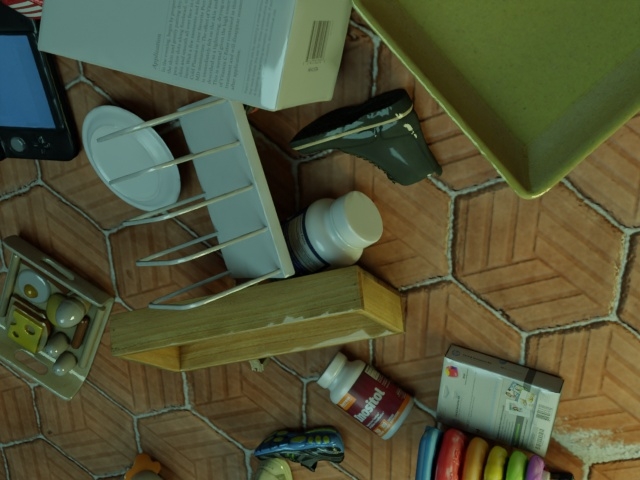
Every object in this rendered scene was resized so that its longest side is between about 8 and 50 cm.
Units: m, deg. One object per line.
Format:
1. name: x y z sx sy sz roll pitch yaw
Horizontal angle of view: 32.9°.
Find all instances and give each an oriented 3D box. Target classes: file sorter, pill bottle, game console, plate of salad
1. file sorter: -0.190 -0.055 1.575 0.193 0.173 0.278 -4 104 60
2. pill bottle: 0.072 0.254 1.797 0.152 0.086 0.086 36 131 1
3. pill bottle: 0.000 0.000 1.641 0.186 0.112 0.112 -29 106 38
4. game console: -0.564 -0.230 1.737 0.250 0.173 0.293 5 124 25
5. plate of salad: -0.301 -0.135 1.749 0.199 0.048 0.200 23 136 23

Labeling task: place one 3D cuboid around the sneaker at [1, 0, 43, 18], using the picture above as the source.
1. sneaker: -0.397 -0.417 1.601 0.128 0.087 0.221 35 131 -25

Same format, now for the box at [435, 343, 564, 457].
1. box: 0.282 0.255 1.719 0.186 0.038 0.145 15 128 17

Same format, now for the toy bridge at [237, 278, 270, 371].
1. toy bridge: -0.120 0.149 1.840 0.026 0.063 0.188 9 126 23

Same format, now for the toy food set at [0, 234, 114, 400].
1. toy food set: -0.527 0.152 2.036 0.219 0.092 0.306 32 130 4

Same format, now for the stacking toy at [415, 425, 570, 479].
1. stacking toy: 0.303 0.391 1.707 0.301 0.166 0.175 4 164 18

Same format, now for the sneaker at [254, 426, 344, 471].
1. sneaker: -0.040 0.385 1.959 0.188 0.067 0.078 -10 111 29

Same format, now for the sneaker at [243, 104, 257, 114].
1. sneaker: -0.112 -0.243 1.562 0.061 0.065 0.158 14 127 19

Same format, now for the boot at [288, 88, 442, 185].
1. boot: 0.064 -0.123 1.552 0.197 0.077 0.137 -13 120 35

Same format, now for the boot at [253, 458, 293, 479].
1. boot: -0.098 0.528 2.022 0.077 0.165 0.213 -1 120 29

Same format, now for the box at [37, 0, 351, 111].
1. box: -0.159 -0.296 1.424 0.345 0.215 0.168 17 106 17

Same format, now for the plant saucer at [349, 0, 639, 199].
1. plant saucer: 0.255 -0.275 1.263 0.332 0.081 0.333 -42 99 6

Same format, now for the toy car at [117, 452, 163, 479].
1. toy car: -0.352 0.543 2.190 0.219 0.210 0.238 15 100 35

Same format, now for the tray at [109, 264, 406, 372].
1. tray: -0.096 0.127 1.677 0.410 0.203 0.076 -11 72 20

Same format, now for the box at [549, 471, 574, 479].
1. box: 0.364 0.490 1.834 0.159 0.044 0.233 -2 121 28
